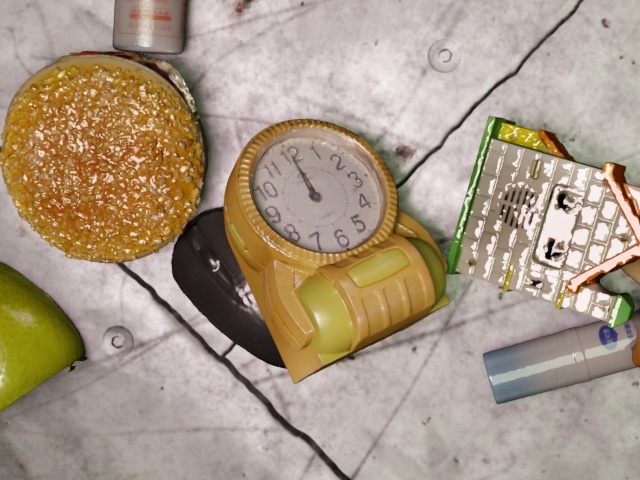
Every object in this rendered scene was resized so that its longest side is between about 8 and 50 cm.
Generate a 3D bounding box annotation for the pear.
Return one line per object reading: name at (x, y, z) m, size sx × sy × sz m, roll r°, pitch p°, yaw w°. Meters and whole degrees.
pear at (-0.527, 0.137, 1.822) m, size 0.286 × 0.176 × 0.282 m, roll -32°, pitch 90°, yaw 8°

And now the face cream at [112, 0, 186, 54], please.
face cream at (-0.230, -0.384, 1.763) m, size 0.101 × 0.101 × 0.252 m, roll 5°, pitch 97°, yaw 6°

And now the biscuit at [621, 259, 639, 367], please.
biscuit at (0.468, 0.056, 1.709) m, size 0.164 × 0.047 × 0.208 m, roll -17°, pitch 62°, yaw 9°

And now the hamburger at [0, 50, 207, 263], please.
hamburger at (-0.295, -0.114, 1.764) m, size 0.302 × 0.170 × 0.302 m, roll 1°, pitch 97°, yaw 8°

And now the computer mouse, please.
computer mouse at (-0.099, 0.074, 1.806) m, size 0.270 × 0.086 × 0.137 m, roll 45°, pitch 99°, yaw 2°

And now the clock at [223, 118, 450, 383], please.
clock at (0.000, 0.000, 1.707) m, size 0.244 × 0.200 × 0.317 m, roll -24°, pitch 76°, yaw -31°

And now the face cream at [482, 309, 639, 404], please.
face cream at (0.352, 0.157, 1.763) m, size 0.250 × 0.077 × 0.077 m, roll -17°, pitch 94°, yaw 8°

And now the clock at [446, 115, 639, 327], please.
clock at (0.321, -0.023, 1.699) m, size 0.255 × 0.106 × 0.220 m, roll 19°, pitch 99°, yaw 21°
